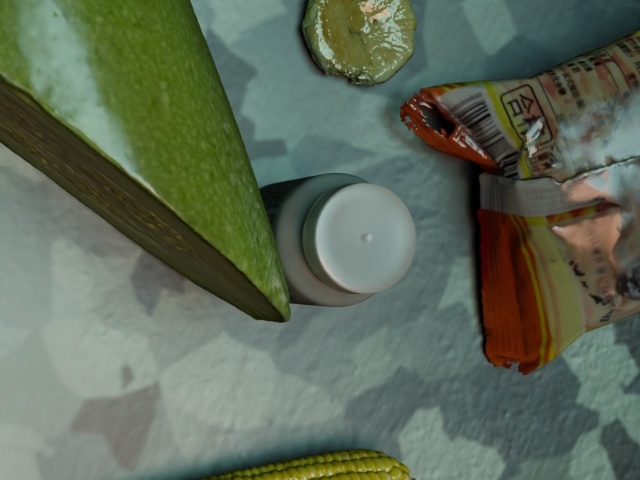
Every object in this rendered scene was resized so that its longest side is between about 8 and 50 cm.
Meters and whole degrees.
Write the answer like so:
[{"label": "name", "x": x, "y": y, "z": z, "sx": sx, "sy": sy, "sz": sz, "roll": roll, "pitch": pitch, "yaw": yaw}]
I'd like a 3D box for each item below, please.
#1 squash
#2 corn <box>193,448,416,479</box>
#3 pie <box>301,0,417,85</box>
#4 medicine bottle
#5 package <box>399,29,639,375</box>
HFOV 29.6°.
[{"label": "squash", "x": -0.138, "y": -0.052, "z": 0.652, "sx": 0.189, "sy": 0.189, "sz": 0.261, "roll": -18, "pitch": 95, "yaw": -21}, {"label": "corn", "x": -0.034, "y": 0.172, "z": 0.752, "sx": 0.206, "sy": 0.067, "sz": 0.067, "roll": -6, "pitch": 91, "yaw": -21}, {"label": "pie", "x": 0.028, "y": -0.143, "z": 0.809, "sx": 0.084, "sy": 0.020, "sz": 0.085, "roll": 0, "pitch": 90, "yaw": -23}, {"label": "medicine bottle", "x": 0.000, "y": 0.000, "z": 0.730, "sx": 0.079, "sy": 0.140, "sz": 0.079, "roll": 1, "pitch": 88, "yaw": -21}, {"label": "package", "x": 0.220, "y": -0.039, "z": 0.818, "sx": 0.288, "sy": 0.108, "sz": 0.223, "roll": -20, "pitch": 98, "yaw": -1}]
